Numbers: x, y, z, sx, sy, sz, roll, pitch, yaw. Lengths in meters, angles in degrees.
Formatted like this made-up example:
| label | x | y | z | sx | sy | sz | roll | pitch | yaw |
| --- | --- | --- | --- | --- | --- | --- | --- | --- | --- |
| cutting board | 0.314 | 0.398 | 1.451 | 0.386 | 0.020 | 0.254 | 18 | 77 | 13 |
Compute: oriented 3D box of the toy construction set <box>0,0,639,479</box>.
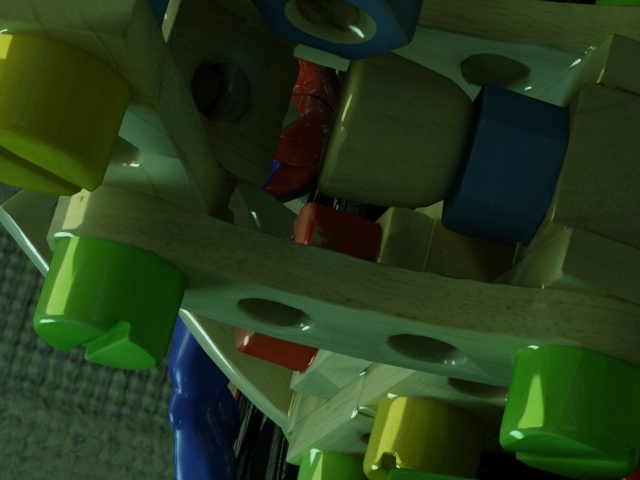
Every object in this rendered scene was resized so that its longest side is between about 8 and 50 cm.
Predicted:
| label | x | y | z | sx | sy | sz | roll | pitch | yaw |
| --- | --- | --- | --- | --- | --- | --- | --- | --- | --- |
| toy construction set | 0.000 | 0.000 | 0.516 | 0.327 | 0.215 | 0.151 | 168 | 119 | -77 |

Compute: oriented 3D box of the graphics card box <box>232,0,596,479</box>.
| label | x | y | z | sx | sy | sz | roll | pitch | yaw |
| --- | --- | --- | --- | --- | --- | --- | --- | --- | --- |
| graphics card box | 0.019 | 0.072 | 0.845 | 0.371 | 0.094 | 0.233 | 111 | 173 | -57 |

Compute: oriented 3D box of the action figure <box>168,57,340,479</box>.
| label | x | y | z | sx | sy | sz | roll | pitch | yaw |
| --- | --- | --- | --- | --- | --- | --- | --- | --- | --- |
| action figure | -0.075 | 0.008 | 0.810 | 0.091 | 0.139 | 0.280 | -94 | 22 | -71 |

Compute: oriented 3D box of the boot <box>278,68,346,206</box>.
| label | x | y | z | sx | sy | sz | roll | pitch | yaw |
| --- | --- | --- | --- | --- | --- | --- | --- | --- | --- |
| boot | 0.017 | -0.089 | 0.967 | 0.190 | 0.076 | 0.208 | -63 | -19 | 1 |

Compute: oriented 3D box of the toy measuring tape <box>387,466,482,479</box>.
| label | x | y | z | sx | sy | sz | roll | pitch | yaw |
| --- | --- | --- | --- | --- | --- | --- | --- | --- | --- |
| toy measuring tape | 0.029 | 0.141 | 0.526 | 0.330 | 0.121 | 0.121 | 86 | -163 | -73 |
